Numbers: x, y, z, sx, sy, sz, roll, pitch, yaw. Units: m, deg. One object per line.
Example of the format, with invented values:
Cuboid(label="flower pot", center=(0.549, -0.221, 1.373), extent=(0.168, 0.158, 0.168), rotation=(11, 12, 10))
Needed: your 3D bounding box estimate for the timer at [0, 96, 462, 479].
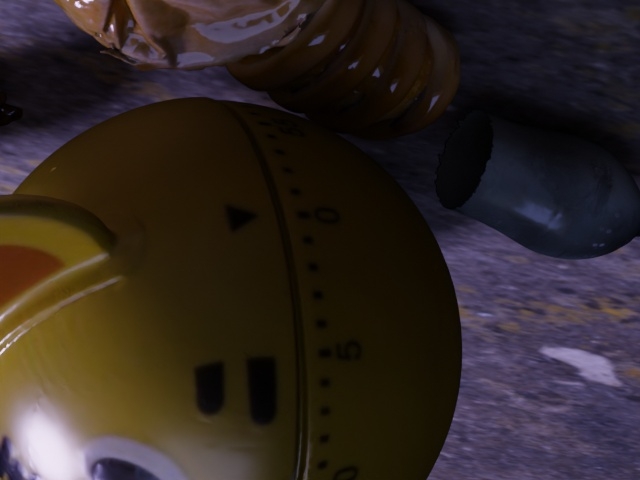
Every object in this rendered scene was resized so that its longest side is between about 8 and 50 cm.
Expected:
Cuboid(label="timer", center=(-0.112, 0.080, 1.228), extent=(0.387, 0.376, 0.376), rotation=(-4, 153, -23))

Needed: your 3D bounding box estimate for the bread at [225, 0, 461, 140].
Cuboid(label="bread", center=(0.016, -0.126, 1.251), extent=(0.177, 0.084, 0.119), rotation=(26, 143, -37))

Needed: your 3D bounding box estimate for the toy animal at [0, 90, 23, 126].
Cuboid(label="toy animal", center=(-0.314, -0.034, 1.352), extent=(0.122, 0.185, 0.298), rotation=(26, 162, -37))

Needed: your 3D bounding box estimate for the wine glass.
Cuboid(label="wine glass", center=(0.188, -0.030, 1.370), extent=(0.202, 0.093, 0.093), rotation=(20, 145, -23))

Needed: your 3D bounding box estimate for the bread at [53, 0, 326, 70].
Cuboid(label="bread", center=(-0.087, -0.210, 1.058), extent=(0.240, 0.139, 0.240), rotation=(-5, 148, -3))
